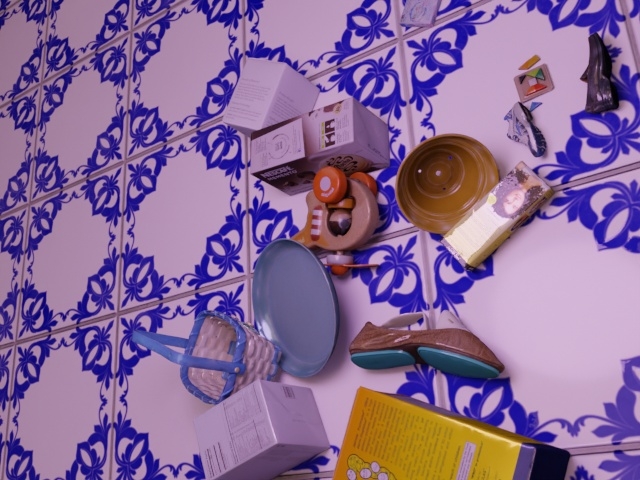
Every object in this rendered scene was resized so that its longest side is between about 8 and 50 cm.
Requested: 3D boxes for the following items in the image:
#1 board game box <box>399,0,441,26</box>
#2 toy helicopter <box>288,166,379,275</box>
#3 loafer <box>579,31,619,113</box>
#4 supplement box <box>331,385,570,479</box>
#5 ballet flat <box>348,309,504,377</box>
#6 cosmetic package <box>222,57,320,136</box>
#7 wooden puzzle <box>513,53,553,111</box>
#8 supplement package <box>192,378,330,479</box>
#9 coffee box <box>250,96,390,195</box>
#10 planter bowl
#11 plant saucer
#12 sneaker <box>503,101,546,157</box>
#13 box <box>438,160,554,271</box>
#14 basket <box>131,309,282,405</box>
[{"bbox_3d":[0.245,-0.563,1.726,0.090,0.020,0.090,15,83,39],"label":"board game box"},{"bbox_3d":[0.000,0.000,1.671,0.355,0.140,0.235,-33,66,35],"label":"toy helicopter"},{"bbox_3d":[0.542,-0.331,1.407,0.061,0.062,0.170,-15,65,37],"label":"loafer"},{"bbox_3d":[0.232,0.416,1.293,0.356,0.194,0.195,11,81,38],"label":"supplement box"},{"bbox_3d":[0.215,0.203,1.449,0.342,0.116,0.124,-5,52,39],"label":"ballet flat"},{"bbox_3d":[-0.127,-0.351,1.841,0.151,0.151,0.184,19,85,39],"label":"cosmetic package"},{"bbox_3d":[0.448,-0.334,1.504,0.078,0.014,0.116,-30,60,25],"label":"wooden puzzle"},{"bbox_3d":[-0.129,0.422,1.553,0.203,0.194,0.149,-34,57,22],"label":"supplement package"},{"bbox_3d":[-0.004,-0.217,1.697,0.297,0.168,0.119,-13,67,32],"label":"coffee box"},{"bbox_3d":[0.257,-0.130,1.497,0.217,0.217,0.090,-47,18,14],"label":"planter bowl"},{"bbox_3d":[-0.053,0.151,1.618,0.317,0.043,0.318,14,107,51],"label":"plant saucer"},{"bbox_3d":[0.420,-0.219,1.470,0.058,0.052,0.135,-39,51,34],"label":"sneaker"},{"bbox_3d":[0.355,-0.047,1.439,0.232,0.058,0.087,-47,65,15],"label":"box"},{"bbox_3d":[-0.260,0.261,1.627,0.254,0.288,0.201,13,90,50],"label":"basket"}]
